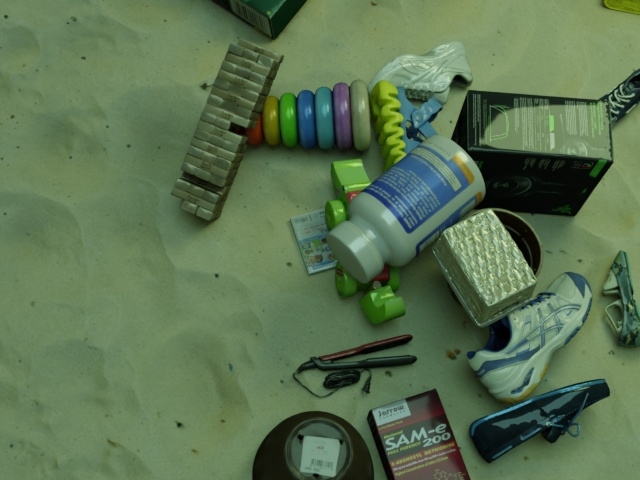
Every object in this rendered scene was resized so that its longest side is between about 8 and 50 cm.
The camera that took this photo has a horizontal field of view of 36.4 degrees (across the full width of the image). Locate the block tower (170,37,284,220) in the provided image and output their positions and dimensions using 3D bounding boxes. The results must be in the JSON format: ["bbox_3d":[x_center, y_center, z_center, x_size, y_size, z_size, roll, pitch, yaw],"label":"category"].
[{"bbox_3d":[-0.177,-0.210,1.824,0.091,0.097,0.335,23,97,3],"label":"block tower"}]

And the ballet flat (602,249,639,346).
[{"bbox_3d":[0.565,0.109,1.832,0.070,0.070,0.188,-4,65,-4],"label":"ballet flat"}]

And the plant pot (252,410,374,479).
[{"bbox_3d":[-0.007,0.370,1.607,0.215,0.230,0.215,1,68,-3],"label":"plant pot"}]

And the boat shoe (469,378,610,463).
[{"bbox_3d":[0.395,0.321,1.729,0.258,0.109,0.089,-22,77,6],"label":"boat shoe"}]

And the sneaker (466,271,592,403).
[{"bbox_3d":[0.379,0.147,1.754,0.131,0.112,0.296,45,64,-10],"label":"sneaker"}]

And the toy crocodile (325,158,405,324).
[{"bbox_3d":[0.083,-0.003,1.821,0.115,0.105,0.341,-3,68,-15],"label":"toy crocodile"}]

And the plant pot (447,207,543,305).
[{"bbox_3d":[0.306,0.048,1.787,0.167,0.165,0.167,1,69,-3],"label":"plant pot"}]

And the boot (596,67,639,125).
[{"bbox_3d":[0.600,-0.285,1.978,0.190,0.086,0.069,-39,75,-16],"label":"boot"}]

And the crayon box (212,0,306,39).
[{"bbox_3d":[-0.150,-0.651,2.061,0.363,0.106,0.313,35,78,12],"label":"crayon box"}]

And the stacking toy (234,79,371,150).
[{"bbox_3d":[-0.068,-0.234,1.917,0.330,0.141,0.141,-4,68,3],"label":"stacking toy"}]

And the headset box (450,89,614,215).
[{"bbox_3d":[0.393,-0.158,1.833,0.283,0.246,0.131,4,67,-2],"label":"headset box"}]

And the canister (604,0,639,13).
[{"bbox_3d":[0.687,-0.584,2.112,0.126,0.073,0.170,12,67,2],"label":"canister"}]

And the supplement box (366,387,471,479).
[{"bbox_3d":[0.180,0.394,1.691,0.130,0.073,0.239,-17,69,-9],"label":"supplement box"}]

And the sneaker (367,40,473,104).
[{"bbox_3d":[0.210,-0.322,1.976,0.232,0.090,0.115,-22,74,-10],"label":"sneaker"}]

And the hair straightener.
[{"bbox_3d":[0.065,0.235,1.763,0.230,0.047,0.089,-10,69,-7],"label":"hair straightener"}]

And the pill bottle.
[{"bbox_3d":[0.146,-0.051,1.713,0.272,0.152,0.152,-38,74,-15],"label":"pill bottle"}]

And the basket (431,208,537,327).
[{"bbox_3d":[0.279,0.044,1.642,0.113,0.103,0.167,-26,72,-11],"label":"basket"}]

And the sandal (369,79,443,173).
[{"bbox_3d":[0.188,-0.165,1.886,0.138,0.126,0.317,-4,77,-13],"label":"sandal"}]

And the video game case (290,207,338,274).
[{"bbox_3d":[0.000,0.000,1.875,0.087,0.011,0.122,-15,69,-9],"label":"video game case"}]
